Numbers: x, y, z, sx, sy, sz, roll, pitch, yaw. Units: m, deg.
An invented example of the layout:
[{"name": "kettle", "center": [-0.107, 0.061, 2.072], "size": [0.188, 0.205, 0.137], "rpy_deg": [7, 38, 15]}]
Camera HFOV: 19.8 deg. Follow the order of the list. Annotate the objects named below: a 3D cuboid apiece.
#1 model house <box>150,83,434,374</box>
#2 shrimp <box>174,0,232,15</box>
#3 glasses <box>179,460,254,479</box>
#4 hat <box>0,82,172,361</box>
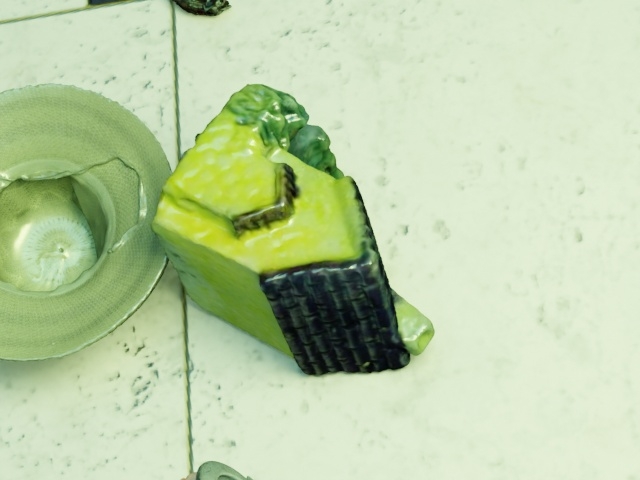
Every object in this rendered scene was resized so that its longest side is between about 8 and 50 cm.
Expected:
[{"name": "model house", "center": [0.000, 0.000, 1.495], "size": [0.211, 0.194, 0.170], "rpy_deg": [31, 69, 25]}, {"name": "shrimp", "center": [-0.136, -0.291, 1.747], "size": [0.076, 0.082, 0.174], "rpy_deg": [-12, 67, -1]}, {"name": "glasses", "center": [-0.128, 0.323, 1.438], "size": [0.268, 0.118, 0.234], "rpy_deg": [-31, 60, 17]}, {"name": "hat", "center": [-0.238, -0.001, 1.590], "size": [0.252, 0.110, 0.252], "rpy_deg": [-2, 71, 6]}]
